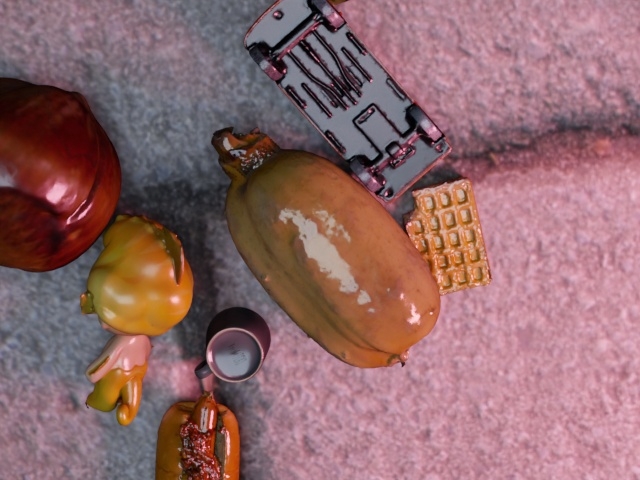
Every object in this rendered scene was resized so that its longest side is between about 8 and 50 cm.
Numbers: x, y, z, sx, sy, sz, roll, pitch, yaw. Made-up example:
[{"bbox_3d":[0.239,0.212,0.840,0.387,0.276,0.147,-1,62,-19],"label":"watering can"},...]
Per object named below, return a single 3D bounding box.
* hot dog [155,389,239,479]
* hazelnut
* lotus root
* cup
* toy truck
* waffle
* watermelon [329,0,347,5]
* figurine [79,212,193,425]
[{"bbox_3d":[-0.150,0.298,1.836,0.102,0.076,0.249,4,103,3],"label":"hot dog"},{"bbox_3d":[-0.331,-0.077,1.708,0.229,0.229,0.229,0,102,1],"label":"hazelnut"},{"bbox_3d":[0.000,0.000,1.732,0.342,0.151,0.169,50,138,-7],"label":"lotus root"},{"bbox_3d":[-0.108,0.132,1.800,0.100,0.077,0.078,-39,99,8],"label":"cup"},{"bbox_3d":[0.028,-0.169,1.719,0.107,0.114,0.252,-41,100,8],"label":"toy truck"},{"bbox_3d":[0.146,-0.003,1.798,0.092,0.021,0.135,-15,101,4],"label":"waffle"},{"bbox_3d":[0.009,-0.317,1.714,0.105,0.062,0.105,0,97,1],"label":"watermelon"},{"bbox_3d":[-0.216,0.086,1.765,0.131,0.156,0.246,29,120,29],"label":"figurine"}]
